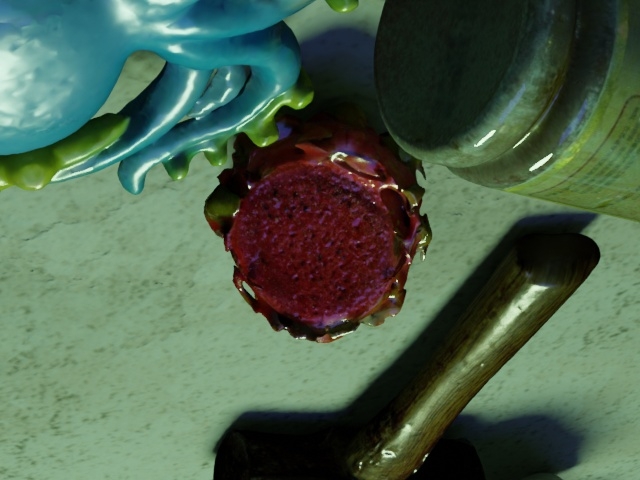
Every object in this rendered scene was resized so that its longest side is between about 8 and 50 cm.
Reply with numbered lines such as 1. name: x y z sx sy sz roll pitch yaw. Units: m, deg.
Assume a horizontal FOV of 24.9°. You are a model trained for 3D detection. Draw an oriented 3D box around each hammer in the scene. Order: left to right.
1. hammer: 0.091 0.131 1.180 0.242 0.095 0.409 6 141 -27

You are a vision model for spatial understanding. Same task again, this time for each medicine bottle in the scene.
1. medicine bottle: 0.197 -0.084 0.819 0.322 0.151 0.151 11 141 -32

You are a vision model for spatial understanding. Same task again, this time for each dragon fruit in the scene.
1. dragon fruit: 0.000 0.000 0.912 0.133 0.150 0.208 17 154 7

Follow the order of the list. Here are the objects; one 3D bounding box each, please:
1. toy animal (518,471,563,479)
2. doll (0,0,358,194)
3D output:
1. toy animal: 0.162 0.345 1.379 0.271 0.206 0.265 -43 176 -3
2. doll: -0.099 -0.144 0.693 0.341 0.099 0.346 -26 152 -3
